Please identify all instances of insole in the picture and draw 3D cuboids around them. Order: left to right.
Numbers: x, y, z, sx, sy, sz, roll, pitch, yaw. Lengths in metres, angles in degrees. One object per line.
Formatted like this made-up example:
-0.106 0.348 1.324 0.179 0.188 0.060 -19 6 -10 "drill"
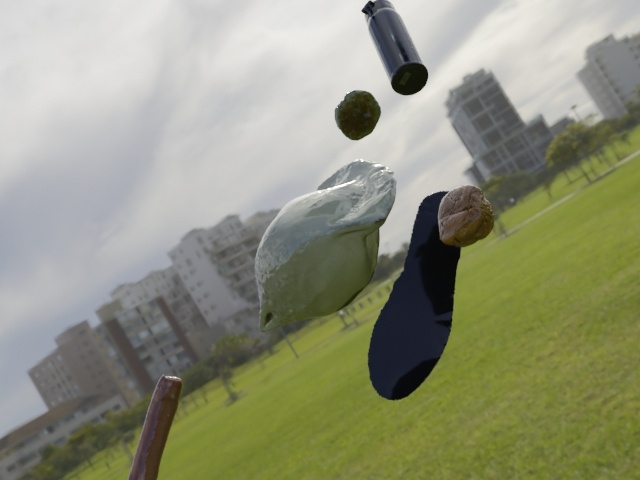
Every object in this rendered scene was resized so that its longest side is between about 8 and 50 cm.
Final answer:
0.139 0.068 1.121 0.109 0.322 0.007 5 -28 27 "insole"

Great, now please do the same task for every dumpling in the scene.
-0.002 0.003 0.882 0.166 0.126 0.216 -82 3 -51 "dumpling"

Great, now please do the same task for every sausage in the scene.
-0.229 0.277 1.120 0.043 0.043 0.186 133 153 -76 "sausage"

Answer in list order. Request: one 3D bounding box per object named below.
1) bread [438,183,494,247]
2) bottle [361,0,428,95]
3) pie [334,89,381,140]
0.185 -0.030 1.048 0.081 0.046 0.083 9 76 57 "bread"
0.141 -0.375 1.559 0.082 0.244 0.072 17 -51 -32 "bottle"
0.062 -0.205 1.336 0.084 0.084 0.020 -30 18 -18 "pie"
